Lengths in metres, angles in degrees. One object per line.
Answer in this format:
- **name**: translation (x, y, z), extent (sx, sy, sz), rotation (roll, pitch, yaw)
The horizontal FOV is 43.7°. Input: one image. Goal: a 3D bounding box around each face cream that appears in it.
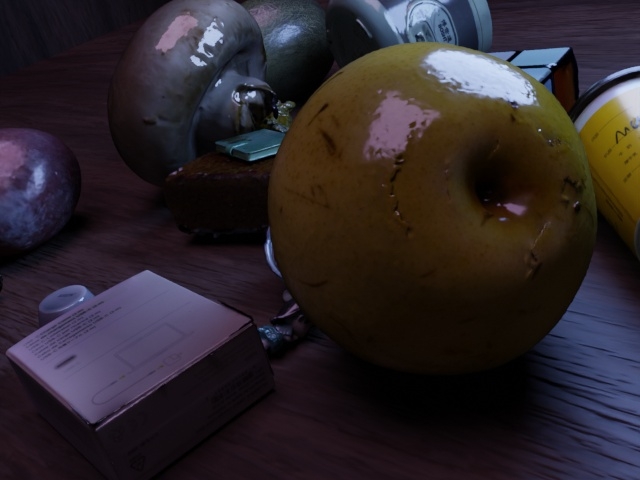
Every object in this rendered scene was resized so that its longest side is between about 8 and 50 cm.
- **face cream**: translation (-0.317, 0.114, 1.039), extent (0.091, 0.095, 0.091), rotation (-13, 27, 7)

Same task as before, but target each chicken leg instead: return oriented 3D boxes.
- **chicken leg**: translation (-0.096, -0.240, 1.619), extent (0.103, 0.088, 0.227), rotation (-7, 23, -23)

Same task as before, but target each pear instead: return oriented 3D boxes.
- **pear**: translation (0.110, -0.032, 0.817), extent (0.348, 0.348, 0.348), rotation (-13, 27, 6)

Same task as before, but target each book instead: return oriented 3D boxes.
- **book**: translation (-0.104, -0.156, 1.287), extent (0.103, 0.017, 0.135), rotation (-20, 22, -25)

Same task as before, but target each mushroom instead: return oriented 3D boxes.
- **mushroom**: translation (-0.205, -0.252, 1.441), extent (0.294, 0.362, 0.362), rotation (25, 40, 12)

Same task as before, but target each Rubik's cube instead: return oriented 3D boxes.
- **Rubik's cube**: translation (0.272, -0.167, 1.167), extent (0.167, 0.183, 0.180), rotation (5, 34, 38)

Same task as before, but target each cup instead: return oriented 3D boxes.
- **cup**: translation (0.400, -0.075, 0.930), extent (0.196, 0.196, 0.280), rotation (-13, 34, 6)

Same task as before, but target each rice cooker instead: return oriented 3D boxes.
- **rice cooker**: translation (0.181, -0.419, 1.591), extent (0.277, 0.288, 0.288), rotation (-30, 29, -16)

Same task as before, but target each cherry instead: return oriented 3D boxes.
- **cherry**: translation (-0.554, -0.095, 1.451), extent (0.236, 0.213, 0.285), rotation (-32, 46, 23)

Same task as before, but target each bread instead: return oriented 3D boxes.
- **bread**: translation (-0.033, -0.080, 1.240), extent (0.416, 0.113, 0.165), rotation (1, 26, 28)

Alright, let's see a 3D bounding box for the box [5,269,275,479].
- **box**: translation (-0.209, 0.144, 0.910), extent (0.203, 0.106, 0.251), rotation (-34, 33, -30)

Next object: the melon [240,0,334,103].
- **melon**: translation (-0.117, -0.431, 1.821), extent (0.329, 0.249, 0.248), rotation (-29, 29, -16)

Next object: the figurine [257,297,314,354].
- **figurine**: translation (-0.045, 0.107, 0.967), extent (0.106, 0.047, 0.060), rotation (-37, -4, -23)

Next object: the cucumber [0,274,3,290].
- **cucumber**: translation (-0.608, 0.116, 1.256), extent (0.220, 0.046, 0.070), rotation (-31, 28, -30)

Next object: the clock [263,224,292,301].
- **clock**: translation (0.000, 0.000, 1.048), extent (0.155, 0.063, 0.229), rotation (-26, 48, 15)
